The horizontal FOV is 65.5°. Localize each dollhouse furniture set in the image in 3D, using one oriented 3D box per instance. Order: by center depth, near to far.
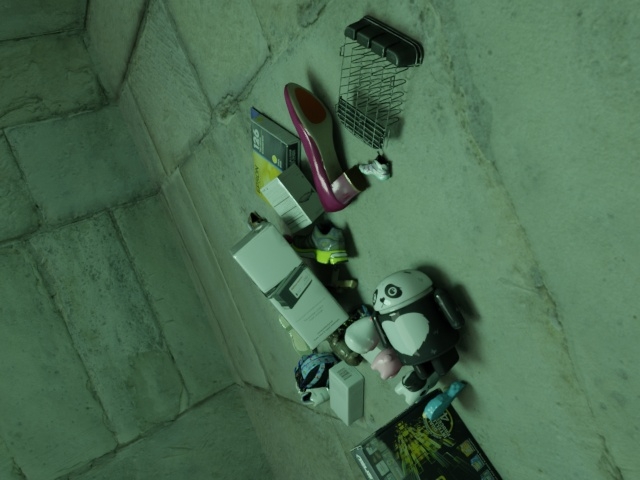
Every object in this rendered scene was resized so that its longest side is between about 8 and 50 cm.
[{"bbox_3d":[0.085,0.126,1.665,0.114,0.091,0.081,-6,65,38],"label":"dollhouse furniture set"}]

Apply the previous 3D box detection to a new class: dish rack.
[{"bbox_3d":[0.122,-0.362,1.182,0.208,0.074,0.272,46,147,34],"label":"dish rack"}]

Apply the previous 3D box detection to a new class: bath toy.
[{"bbox_3d":[0.228,0.335,1.406,0.348,0.151,0.129,39,104,22],"label":"bath toy"}]

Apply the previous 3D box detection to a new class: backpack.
[{"bbox_3d":[-0.009,0.500,1.954,0.173,0.158,0.117,-66,35,37],"label":"backpack"}]

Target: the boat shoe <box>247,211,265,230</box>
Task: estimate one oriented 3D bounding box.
[{"bbox_3d":[-0.248,-0.053,2.026,0.183,0.066,0.066,39,140,40],"label":"boat shoe"}]

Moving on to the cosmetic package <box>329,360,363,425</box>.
[{"bbox_3d":[0.099,0.583,1.902,0.117,0.085,0.231,38,142,41],"label":"cosmetic package"}]

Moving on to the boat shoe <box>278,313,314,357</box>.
[{"bbox_3d":[-0.090,0.392,2.094,0.081,0.068,0.228,-32,85,21],"label":"boat shoe"}]

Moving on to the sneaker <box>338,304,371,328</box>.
[{"bbox_3d":[0.110,0.265,1.652,0.067,0.078,0.188,63,150,5],"label":"sneaker"}]

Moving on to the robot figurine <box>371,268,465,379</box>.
[{"bbox_3d":[0.246,0.212,1.284,0.278,0.209,0.173,64,-177,3],"label":"robot figurine"}]

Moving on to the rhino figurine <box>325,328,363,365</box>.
[{"bbox_3d":[0.069,0.368,1.803,0.243,0.073,0.106,31,133,48],"label":"rhino figurine"}]

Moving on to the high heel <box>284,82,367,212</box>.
[{"bbox_3d":[-0.026,-0.257,1.432,0.181,0.127,0.377,-32,86,50],"label":"high heel"}]

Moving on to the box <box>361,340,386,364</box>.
[{"bbox_3d":[0.190,0.333,1.559,0.102,0.087,0.101,39,141,40],"label":"box"}]

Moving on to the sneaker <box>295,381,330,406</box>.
[{"bbox_3d":[-0.048,0.638,2.139,0.297,0.129,0.111,-21,95,62],"label":"sneaker"}]

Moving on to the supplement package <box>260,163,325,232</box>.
[{"bbox_3d":[-0.084,-0.133,1.591,0.105,0.105,0.179,-29,103,45],"label":"supplement package"}]

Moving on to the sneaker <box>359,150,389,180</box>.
[{"bbox_3d":[0.143,-0.203,1.300,0.098,0.038,0.069,27,132,36],"label":"sneaker"}]

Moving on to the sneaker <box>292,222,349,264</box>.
[{"bbox_3d":[0.000,0.000,1.639,0.300,0.111,0.121,13,101,57],"label":"sneaker"}]

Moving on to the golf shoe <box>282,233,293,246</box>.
[{"bbox_3d":[-0.186,0.071,1.942,0.140,0.115,0.306,56,142,32],"label":"golf shoe"}]

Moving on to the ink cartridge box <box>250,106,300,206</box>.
[{"bbox_3d":[-0.181,-0.270,1.755,0.307,0.072,0.304,38,142,37],"label":"ink cartridge box"}]

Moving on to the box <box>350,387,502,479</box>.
[{"bbox_3d":[0.315,0.658,1.355,0.395,0.318,0.097,57,150,17],"label":"box"}]

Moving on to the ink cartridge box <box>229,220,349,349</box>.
[{"bbox_3d":[-0.116,0.138,1.664,0.395,0.166,0.285,52,171,-10],"label":"ink cartridge box"}]
